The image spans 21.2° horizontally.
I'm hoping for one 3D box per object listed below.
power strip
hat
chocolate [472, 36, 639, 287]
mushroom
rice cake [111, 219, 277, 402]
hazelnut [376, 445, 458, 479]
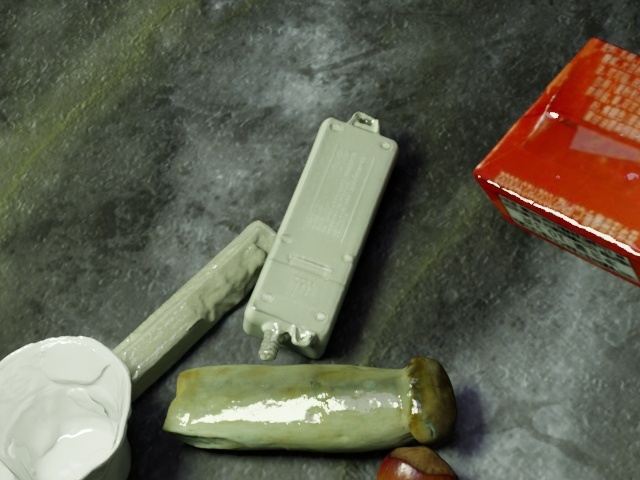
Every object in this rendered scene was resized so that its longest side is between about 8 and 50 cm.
[{"bbox_3d":[0.000,0.000,1.904,0.098,0.058,0.338,21,58,2],"label":"power strip"},{"bbox_3d":[-0.269,0.213,1.797,0.203,0.126,0.203,-8,52,11],"label":"hat"},{"bbox_3d":[0.329,-0.080,1.855,0.237,0.108,0.235,28,65,31],"label":"chocolate"},{"bbox_3d":[-0.009,0.174,1.783,0.312,0.081,0.100,-3,41,19],"label":"mushroom"},{"bbox_3d":[-0.138,0.075,1.913,0.057,0.052,0.256,42,72,15],"label":"rice cake"},{"bbox_3d":[0.096,0.246,1.700,0.086,0.086,0.086,-8,52,11],"label":"hazelnut"}]
